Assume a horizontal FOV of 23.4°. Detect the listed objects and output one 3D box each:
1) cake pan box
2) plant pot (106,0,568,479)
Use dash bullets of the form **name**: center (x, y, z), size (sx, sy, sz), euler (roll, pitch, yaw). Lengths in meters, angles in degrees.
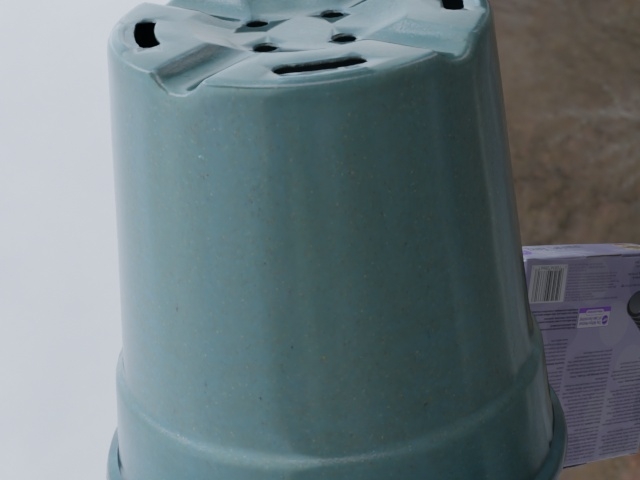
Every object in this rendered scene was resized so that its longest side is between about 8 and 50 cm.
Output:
- **cake pan box**: center (0.269, 0.128, 1.707), size (0.266, 0.070, 0.246), euler (-3, -77, -41)
- **plant pot**: center (0.000, 0.000, 1.073), size (0.341, 0.341, 0.334), euler (-60, -31, -59)
